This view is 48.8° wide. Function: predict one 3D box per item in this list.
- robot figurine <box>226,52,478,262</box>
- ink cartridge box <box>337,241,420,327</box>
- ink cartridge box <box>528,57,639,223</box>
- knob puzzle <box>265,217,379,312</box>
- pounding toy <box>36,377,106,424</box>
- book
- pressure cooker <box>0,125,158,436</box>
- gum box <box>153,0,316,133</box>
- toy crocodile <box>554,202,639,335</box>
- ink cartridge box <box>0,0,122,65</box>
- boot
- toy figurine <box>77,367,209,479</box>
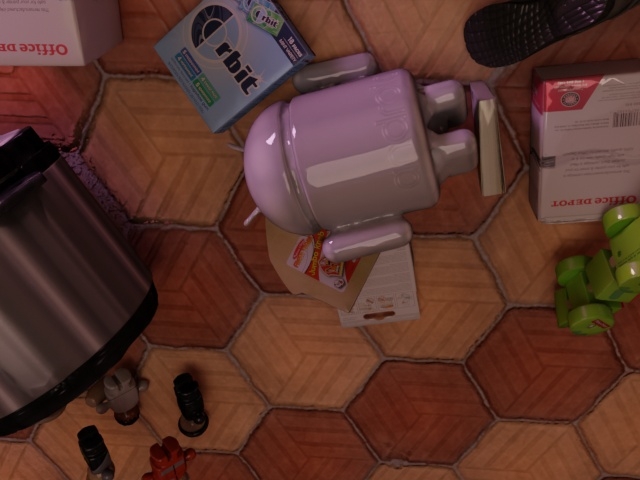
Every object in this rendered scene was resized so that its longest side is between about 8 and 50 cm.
[{"bbox_3d":[0.041,-0.123,1.007,0.353,0.200,0.300,-14,75,12],"label":"robot figurine"},{"bbox_3d":[0.090,0.063,1.198,0.145,0.045,0.179,-8,126,9],"label":"ink cartridge box"},{"bbox_3d":[0.391,-0.142,1.026,0.158,0.092,0.218,-4,116,6],"label":"ink cartridge box"},{"bbox_3d":[0.000,0.000,1.131,0.213,0.030,0.213,-2,79,10],"label":"knob puzzle"},{"bbox_3d":[-0.534,0.270,1.292,0.269,0.154,0.155,23,117,-6],"label":"pounding toy"},{"bbox_3d":[0.240,-0.151,1.033,0.035,0.096,0.144,-9,117,7],"label":"book"},{"bbox_3d":[-0.499,0.028,1.050,0.369,0.375,0.421,-31,112,2],"label":"pressure cooker"},{"bbox_3d":[-0.125,-0.271,1.008,0.184,0.041,0.157,-35,89,20],"label":"gum box"},{"bbox_3d":[0.445,0.048,1.045,0.105,0.115,0.341,6,146,-13],"label":"toy crocodile"},{"bbox_3d":[-0.382,-0.364,0.937,0.171,0.168,0.233,3,118,4],"label":"ink cartridge box"},{"bbox_3d":[0.325,-0.298,0.939,0.161,0.246,0.084,-21,100,-32],"label":"boot"},{"bbox_3d":[-0.319,0.353,1.286,0.209,0.213,0.148,4,132,4],"label":"toy figurine"}]
